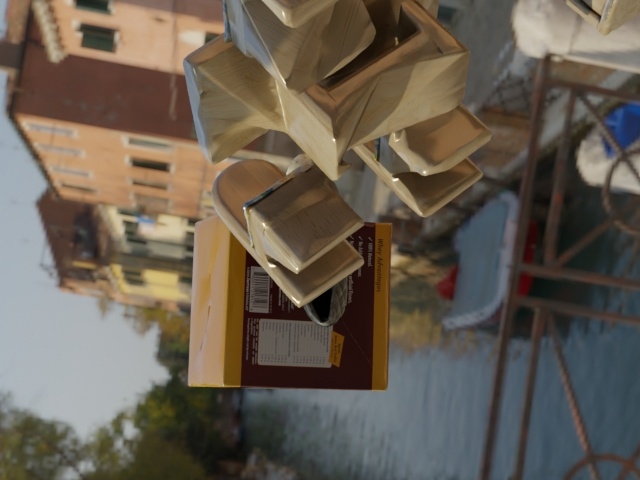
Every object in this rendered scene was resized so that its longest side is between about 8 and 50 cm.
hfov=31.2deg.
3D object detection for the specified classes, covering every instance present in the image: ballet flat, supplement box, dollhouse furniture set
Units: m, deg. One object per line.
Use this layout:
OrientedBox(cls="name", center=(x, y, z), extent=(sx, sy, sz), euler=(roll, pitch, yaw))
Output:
OrientedBox(cls="ballet flat", center=(0.000, 0.000, 1.126), extent=(0.049, 0.057, 0.173), euler=(-105, 5, -82))
OrientedBox(cls="supplement box", center=(-0.035, 0.072, 1.292), extent=(0.129, 0.194, 0.191), euler=(165, 109, -66))
OrientedBox(cls="dollhouse furniture set", center=(0.048, -0.218, 0.866), extent=(0.256, 0.394, 0.362), euler=(48, 162, 23))
